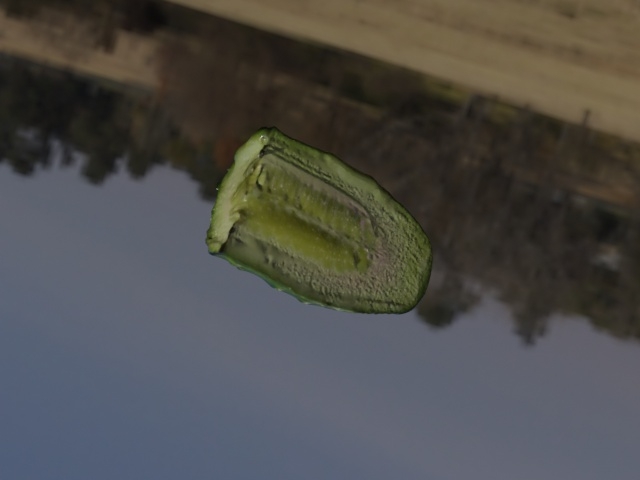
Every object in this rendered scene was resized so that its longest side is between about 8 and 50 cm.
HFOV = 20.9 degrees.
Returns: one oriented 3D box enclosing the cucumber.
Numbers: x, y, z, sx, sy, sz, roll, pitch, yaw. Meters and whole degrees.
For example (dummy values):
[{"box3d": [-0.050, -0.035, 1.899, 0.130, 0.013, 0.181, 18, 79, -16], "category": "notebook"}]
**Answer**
[{"box3d": [0.000, 0.000, 0.772, 0.107, 0.067, 0.035, 29, 158, -29], "category": "cucumber"}]
